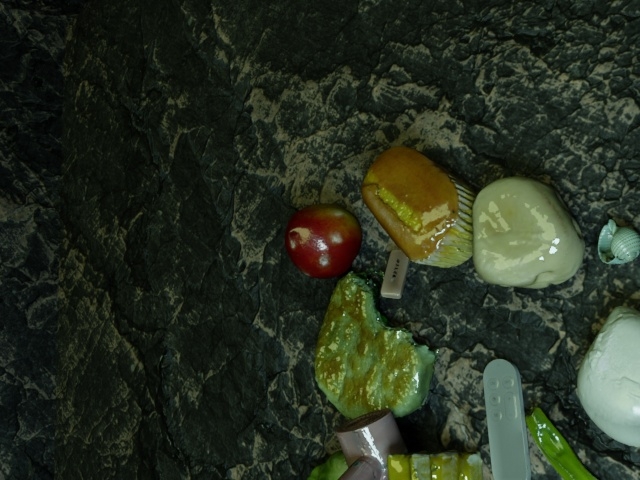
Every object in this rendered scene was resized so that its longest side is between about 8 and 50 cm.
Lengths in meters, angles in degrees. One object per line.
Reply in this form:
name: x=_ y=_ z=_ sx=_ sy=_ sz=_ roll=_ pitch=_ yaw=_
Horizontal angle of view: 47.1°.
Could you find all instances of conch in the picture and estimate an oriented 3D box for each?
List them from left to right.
conch: x=0.523 y=0.008 z=1.277 sx=0.085 sy=0.056 sz=0.076 roll=-79 pitch=15 yaw=-48

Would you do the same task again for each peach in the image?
peach: x=0.000 y=0.000 z=1.709 sx=0.197 sy=0.197 sz=0.198 roll=-13 pitch=71 yaw=43

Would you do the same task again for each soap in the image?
soap: x=0.219 y=0.550 z=1.353 sx=0.091 sy=0.199 sz=0.315 roll=-17 pitch=70 yaw=49

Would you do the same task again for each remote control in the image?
remote control: x=0.353 y=0.348 z=1.388 sx=0.077 sy=0.022 sz=0.245 roll=-18 pitch=67 yaw=44

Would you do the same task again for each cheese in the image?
cheese: x=0.374 y=-0.007 z=1.379 sx=0.235 sy=0.117 sz=0.218 roll=42 pitch=108 yaw=36
cheese: x=0.505 y=0.226 z=1.168 sx=0.189 sy=0.154 sz=0.198 roll=-48 pitch=44 yaw=3

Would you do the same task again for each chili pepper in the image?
chili pepper: x=0.429 y=0.383 z=1.283 sx=0.052 sy=0.050 sz=0.202 roll=-44 pitch=53 yaw=9

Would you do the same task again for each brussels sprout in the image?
brussels sprout: x=0.051 y=0.523 z=1.604 sx=0.181 sy=0.100 sz=0.139 roll=-39 pitch=36 yaw=53

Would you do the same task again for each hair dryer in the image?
hair dryer: x=0.074 y=0.474 z=1.375 sx=0.125 sy=0.352 sz=0.211 roll=-22 pitch=87 yaw=27

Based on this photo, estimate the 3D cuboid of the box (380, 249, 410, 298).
box: x=0.166 y=0.073 z=1.608 sx=0.048 sy=0.025 sz=0.115 roll=7 pitch=60 yaw=21

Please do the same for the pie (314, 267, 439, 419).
pie: x=0.103 y=0.250 z=1.629 sx=0.296 sy=0.078 sz=0.371 roll=-53 pitch=47 yaw=21

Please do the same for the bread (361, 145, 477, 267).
bread: x=0.203 y=-0.071 z=1.550 sx=0.204 sy=0.156 sz=0.288 roll=-54 pitch=46 yaw=18
